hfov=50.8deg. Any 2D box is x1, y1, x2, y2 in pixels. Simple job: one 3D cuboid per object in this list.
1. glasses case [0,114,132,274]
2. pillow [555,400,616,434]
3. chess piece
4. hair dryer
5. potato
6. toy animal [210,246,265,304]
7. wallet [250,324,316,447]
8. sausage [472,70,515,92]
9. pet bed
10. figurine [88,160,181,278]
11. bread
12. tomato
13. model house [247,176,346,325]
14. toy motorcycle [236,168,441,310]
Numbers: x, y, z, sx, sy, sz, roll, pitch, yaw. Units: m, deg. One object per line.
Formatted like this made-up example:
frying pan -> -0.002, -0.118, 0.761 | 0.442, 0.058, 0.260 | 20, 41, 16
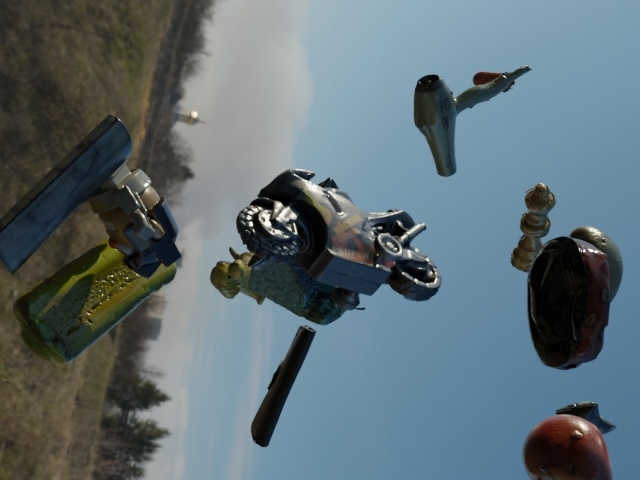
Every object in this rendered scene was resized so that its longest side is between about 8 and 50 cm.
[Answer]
glasses case -> -0.436, -0.081, 1.128 | 0.299, 0.060, 0.114 | -53, 173, -23
pillow -> 0.598, 0.403, 1.518 | 0.091, 0.136, 0.055 | -41, -144, 12
chess piece -> 0.350, -0.024, 1.102 | 0.060, 0.060, 0.171 | -95, 180, -46
hair dryer -> 0.317, -0.248, 1.428 | 0.092, 0.267, 0.229 | -120, -155, -52
potato -> 0.744, 0.075, 1.853 | 0.178, 0.160, 0.234 | 3, 83, -70
toy animal -> -0.220, 0.095, 1.965 | 0.233, 0.169, 0.121 | -68, -179, -71
wallet -> -0.100, 0.367, 1.758 | 0.317, 0.045, 0.172 | -65, -171, -5
sausage -> 0.394, -0.372, 1.560 | 0.050, 0.048, 0.145 | -63, -159, 7
pet bed -> 0.344, 0.087, 0.951 | 0.201, 0.054, 0.201 | -174, -90, -86
figurine -> -0.385, -0.067, 1.344 | 0.143, 0.308, 0.308 | -32, -156, 2
bread -> -0.477, 0.107, 1.442 | 0.112, 0.166, 0.383 | -26, -167, 43
tomato -> 0.456, 0.400, 1.240 | 0.167, 0.168, 0.167 | -169, -90, -75
model house -> 0.000, 0.000, 1.456 | 0.261, 0.226, 0.241 | -57, 166, -35
toy motorcycle -> 0.024, -0.010, 0.871 | 0.108, 0.307, 0.173 | -53, -143, 31
